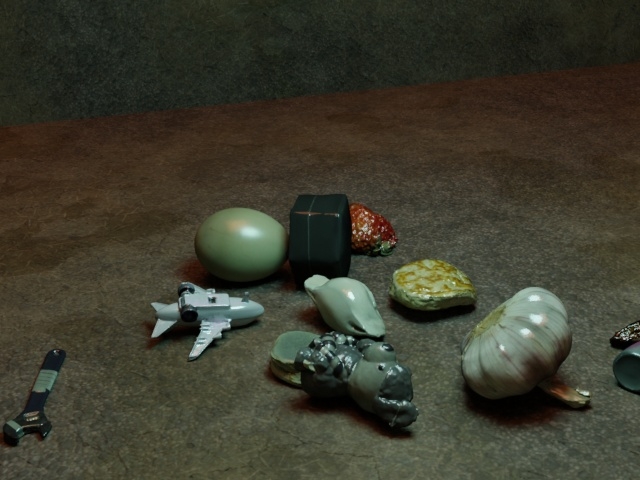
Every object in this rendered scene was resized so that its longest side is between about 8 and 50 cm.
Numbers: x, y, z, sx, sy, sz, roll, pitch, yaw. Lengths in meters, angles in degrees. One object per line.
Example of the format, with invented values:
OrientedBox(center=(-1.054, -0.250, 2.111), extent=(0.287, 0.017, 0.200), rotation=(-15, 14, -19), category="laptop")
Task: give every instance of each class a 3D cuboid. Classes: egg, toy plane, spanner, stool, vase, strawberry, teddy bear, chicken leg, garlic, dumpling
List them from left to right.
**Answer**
OrientedBox(center=(-0.560, 0.306, 1.699), extent=(0.087, 0.024, 0.316), rotation=(-1, 24, -2), category="spanner")
OrientedBox(center=(-0.254, 0.160, 1.889), extent=(0.255, 0.101, 0.251), rotation=(-6, 38, -9), category="toy plane")
OrientedBox(center=(-0.193, 0.012, 2.096), extent=(0.242, 0.186, 0.186), rotation=(6, 26, 2), category="egg")
OrientedBox(center=(0.000, 0.000, 2.079), extent=(0.141, 0.232, 0.232), rotation=(1, 26, 9), category="stool")
OrientedBox(center=(0.072, 0.146, 1.883), extent=(0.151, 0.124, 0.229), rotation=(-2, 39, -48), category="dumpling")
OrientedBox(center=(0.115, -0.047, 2.288), extent=(0.175, 0.106, 0.236), rotation=(-16, 28, -27), category="strawberry")
OrientedBox(center=(0.095, 0.252, 1.632), extent=(0.251, 0.144, 0.171), rotation=(12, 15, 21), category="teddy bear")
OrientedBox(center=(0.416, 0.236, 1.630), extent=(0.253, 0.245, 0.245), rotation=(42, 36, 3), category="garlic")
OrientedBox(center=(0.686, 0.189, 1.794), extent=(0.145, 0.062, 0.037), rotation=(-27, 69, 7), category="chicken leg")
OrientedBox(center=(0.680, 0.229, 1.710), extent=(0.086, 0.086, 0.214), rotation=(20, 29, 38), category="vase")

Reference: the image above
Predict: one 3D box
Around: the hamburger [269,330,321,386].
OrientedBox(center=(-0.039, 0.243, 1.748), extent=(0.133, 0.062, 0.140), rotation=(9, 25, 13), category="hamburger")

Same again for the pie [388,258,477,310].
OrientedBox(center=(0.262, 0.114, 1.968), extent=(0.205, 0.084, 0.179), rotation=(-10, 28, -20), category="pie")
